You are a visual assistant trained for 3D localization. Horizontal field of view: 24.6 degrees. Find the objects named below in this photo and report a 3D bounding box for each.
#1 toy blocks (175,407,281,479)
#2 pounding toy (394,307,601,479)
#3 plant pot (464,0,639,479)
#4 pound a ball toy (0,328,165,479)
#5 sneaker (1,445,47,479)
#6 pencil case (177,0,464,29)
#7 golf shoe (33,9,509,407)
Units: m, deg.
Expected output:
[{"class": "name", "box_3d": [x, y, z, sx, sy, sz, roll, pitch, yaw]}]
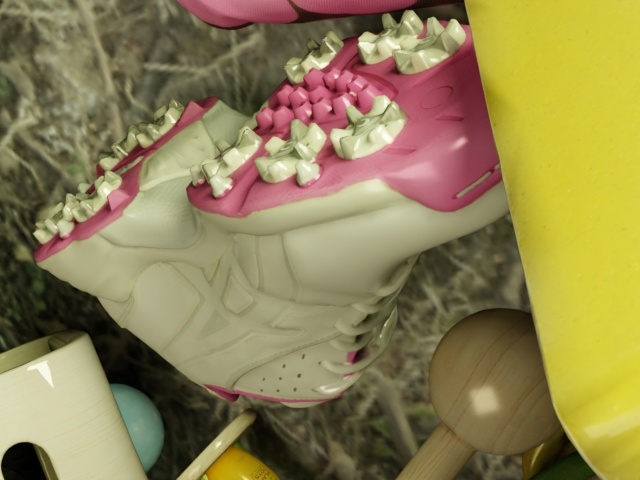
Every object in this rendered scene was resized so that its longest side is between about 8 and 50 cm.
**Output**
[{"class": "toy blocks", "box_3d": [0.000, 0.149, 0.693, 0.148, 0.054, 0.123, 44, 172, 4]}, {"class": "pounding toy", "box_3d": [0.094, 0.123, 0.601, 0.237, 0.110, 0.183, 30, 103, -28]}, {"class": "plant pot", "box_3d": [0.184, -0.011, 0.390, 0.187, 0.212, 0.212, -38, 119, 23]}, {"class": "pound a ball toy", "box_3d": [-0.094, 0.209, 0.719, 0.319, 0.136, 0.208, 68, 164, -5]}, {"class": "sneaker", "box_3d": [-0.171, 0.252, 0.880, 0.130, 0.109, 0.286, -20, 95, 49]}, {"class": "pencil case", "box_3d": [0.032, -0.133, 0.527, 0.209, 0.095, 0.098, 0, 88, 32]}, {"class": "golf shoe", "box_3d": [0.000, 0.000, 0.593, 0.140, 0.115, 0.306, 51, 153, -16]}]
